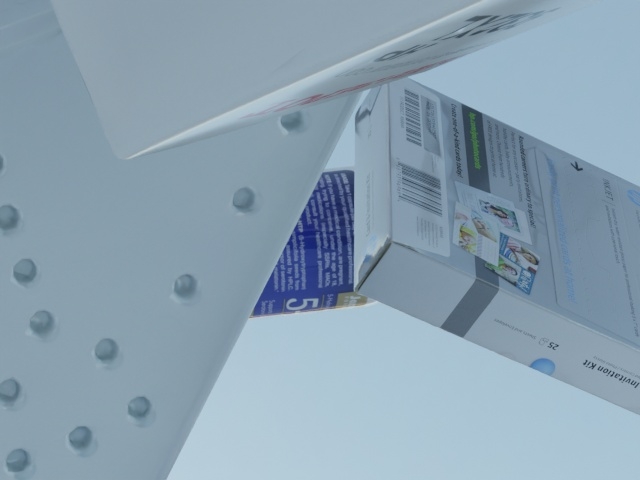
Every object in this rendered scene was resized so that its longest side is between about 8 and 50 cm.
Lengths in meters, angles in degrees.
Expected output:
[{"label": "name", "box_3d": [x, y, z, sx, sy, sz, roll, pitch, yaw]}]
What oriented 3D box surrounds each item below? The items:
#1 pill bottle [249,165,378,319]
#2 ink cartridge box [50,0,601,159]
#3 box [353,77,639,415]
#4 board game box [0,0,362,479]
[{"label": "pill bottle", "box_3d": [0.000, 0.000, 1.360, 0.186, 0.112, 0.112, -6, -32, -9]}, {"label": "ink cartridge box", "box_3d": [0.094, -0.142, 0.474, 0.307, 0.223, 0.129, -21, -88, 26]}, {"label": "box", "box_3d": [0.105, 0.003, 0.863, 0.186, 0.145, 0.038, 22, -55, -16]}, {"label": "board game box", "box_3d": [-0.156, -0.120, 0.648, 0.390, 0.390, 0.050, 25, 3, -29]}]
